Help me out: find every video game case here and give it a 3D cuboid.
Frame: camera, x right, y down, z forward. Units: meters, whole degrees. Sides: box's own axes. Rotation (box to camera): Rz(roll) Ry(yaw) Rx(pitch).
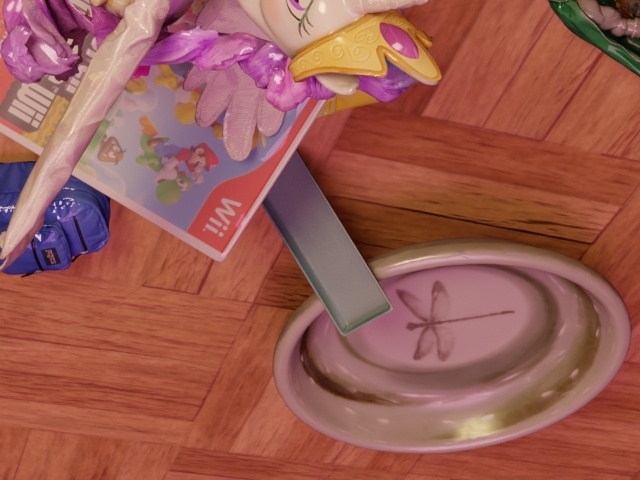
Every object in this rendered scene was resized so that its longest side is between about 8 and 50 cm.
[{"bbox_3d":[-0.151,-0.135,0.996,0.285,0.025,0.204,31,110,-8],"label":"video game case"}]

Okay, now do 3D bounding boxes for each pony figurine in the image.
[{"bbox_3d":[-0.110,-0.172,0.786,0.363,0.303,0.351,51,143,2],"label":"pony figurine"}]

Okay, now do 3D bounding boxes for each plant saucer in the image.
[{"bbox_3d":[0.000,0.000,1.223,0.067,0.018,0.192,-31,92,28],"label":"plant saucer"},{"bbox_3d":[0.144,0.104,1.390,0.400,0.101,0.400,-3,141,-2],"label":"plant saucer"}]

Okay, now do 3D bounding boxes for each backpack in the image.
[{"bbox_3d":[-0.266,-0.020,1.198,0.120,0.101,0.098,-8,147,-2],"label":"backpack"}]

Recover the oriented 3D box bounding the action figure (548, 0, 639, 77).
[{"bbox_3d":[0.273,-0.176,1.068,0.232,0.137,0.063,29,107,-23],"label":"action figure"}]

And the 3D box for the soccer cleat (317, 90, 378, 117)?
[{"bbox_3d":[-0.057,-0.125,1.072,0.289,0.121,0.093,-4,141,-1],"label":"soccer cleat"}]
